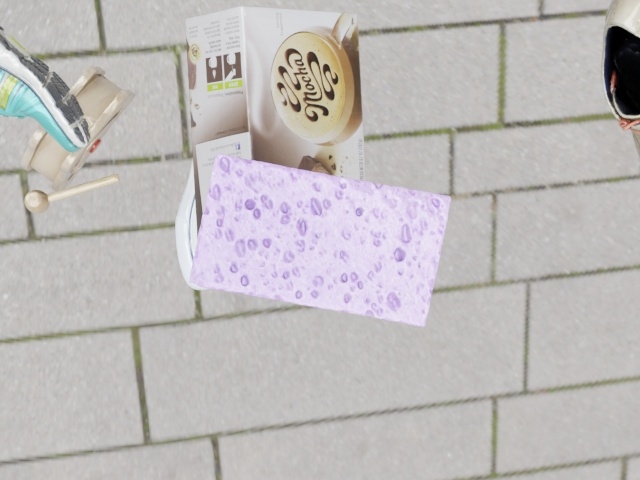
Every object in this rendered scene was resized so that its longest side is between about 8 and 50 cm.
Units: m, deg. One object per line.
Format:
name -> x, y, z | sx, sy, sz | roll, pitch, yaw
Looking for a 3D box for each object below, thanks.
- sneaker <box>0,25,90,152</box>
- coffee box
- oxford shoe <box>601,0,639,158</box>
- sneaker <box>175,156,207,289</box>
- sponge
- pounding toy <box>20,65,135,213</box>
sneaker -> -0.445, -0.220, 1.525 | 0.275, 0.107, 0.110 | 42, 101, -7
coffee box -> -0.047, -0.103, 1.203 | 0.168, 0.119, 0.297 | -5, 95, -40
oxford shoe -> 0.351, -0.154, 1.146 | 0.130, 0.123, 0.348 | -49, 140, -17
sneaker -> -0.144, -0.056, 1.550 | 0.091, 0.094, 0.258 | -1, 76, 29
sponge -> 0.000, 0.000, 0.931 | 0.210, 0.031, 0.117 | 11, 92, 1
pounding toy -> -0.386, -0.143, 1.752 | 0.155, 0.154, 0.269 | 37, 76, -6
